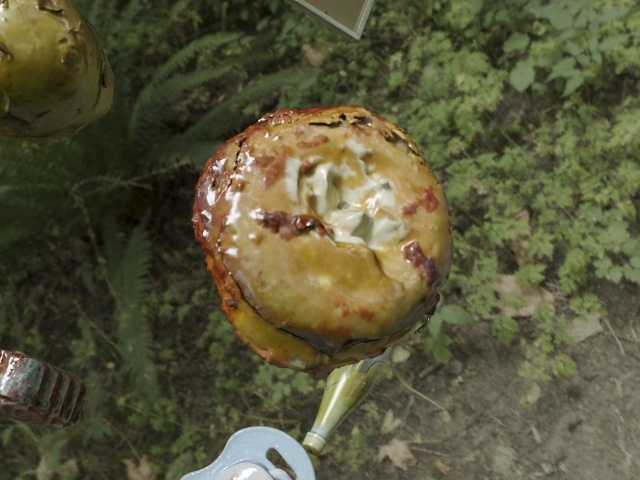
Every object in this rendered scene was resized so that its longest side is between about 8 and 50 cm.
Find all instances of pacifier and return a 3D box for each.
[{"bbox_3d":[-0.140,0.511,1.590,0.299,0.233,0.244,-38,87,-6],"label":"pacifier"}]

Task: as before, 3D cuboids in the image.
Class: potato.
[{"bbox_3d":[-0.437,-0.234,1.214,0.246,0.299,0.196,-16,60,4],"label":"potato"}]

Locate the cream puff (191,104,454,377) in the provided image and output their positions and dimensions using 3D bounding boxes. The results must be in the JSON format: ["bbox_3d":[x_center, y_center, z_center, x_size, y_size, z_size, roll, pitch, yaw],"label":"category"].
[{"bbox_3d":[0.001,0.000,0.730,0.164,0.240,0.240,-36,36,61],"label":"cream puff"}]

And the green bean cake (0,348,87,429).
[{"bbox_3d":[-0.534,0.240,1.343,0.233,0.198,0.097,7,68,13],"label":"green bean cake"}]

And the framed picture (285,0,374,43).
[{"bbox_3d":[-0.038,-0.497,1.344,0.020,0.324,0.240,-32,35,58],"label":"framed picture"}]

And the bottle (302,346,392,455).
[{"bbox_3d":[0.046,0.265,1.452,0.083,0.083,0.269,2,43,36],"label":"bottle"}]
